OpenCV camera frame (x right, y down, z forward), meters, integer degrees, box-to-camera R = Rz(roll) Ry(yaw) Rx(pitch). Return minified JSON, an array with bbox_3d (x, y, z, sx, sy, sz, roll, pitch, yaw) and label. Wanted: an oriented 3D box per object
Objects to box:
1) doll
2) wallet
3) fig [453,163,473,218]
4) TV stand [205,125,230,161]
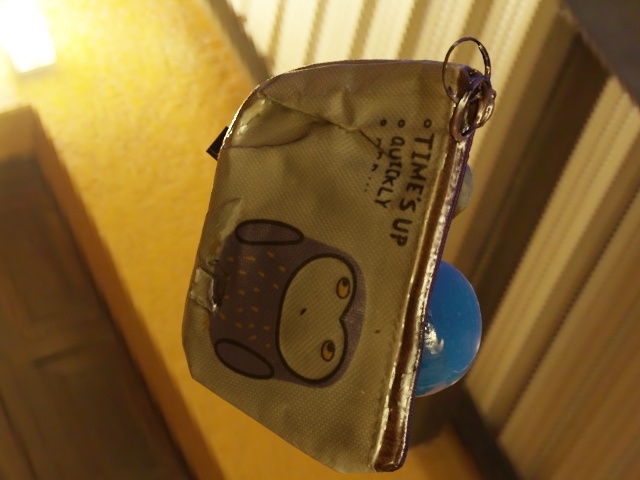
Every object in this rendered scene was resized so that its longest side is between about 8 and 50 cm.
[{"bbox_3d":[0.071,0.098,1.733,0.161,0.257,0.215,-24,-110,31],"label":"doll"},{"bbox_3d":[0.003,0.001,1.228,0.275,0.068,0.335,13,-89,46],"label":"wallet"},{"bbox_3d":[0.140,-0.083,2.246,0.165,0.154,0.144,82,22,-71],"label":"fig"},{"bbox_3d":[-0.040,-0.050,1.910,0.049,0.040,0.256,39,-1,45],"label":"TV stand"}]
